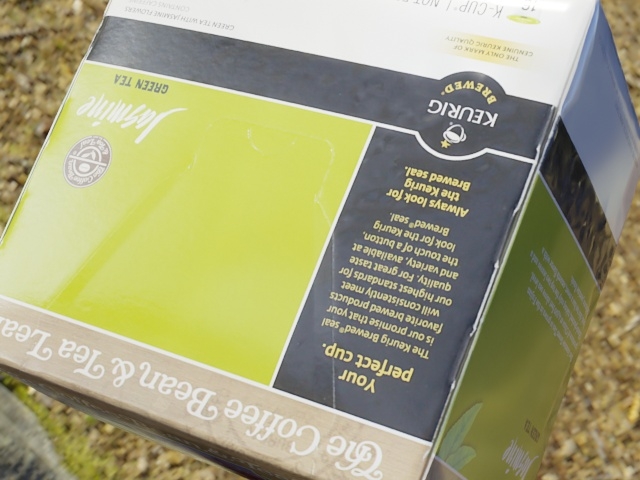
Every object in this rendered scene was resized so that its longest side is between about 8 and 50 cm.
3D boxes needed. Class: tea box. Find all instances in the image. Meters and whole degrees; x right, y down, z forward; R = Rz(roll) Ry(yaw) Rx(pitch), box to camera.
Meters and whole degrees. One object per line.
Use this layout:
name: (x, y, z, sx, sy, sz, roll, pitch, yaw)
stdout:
tea box: (0.000, 0.000, 0.845, 0.323, 0.329, 0.220, -67, 152, -13)
